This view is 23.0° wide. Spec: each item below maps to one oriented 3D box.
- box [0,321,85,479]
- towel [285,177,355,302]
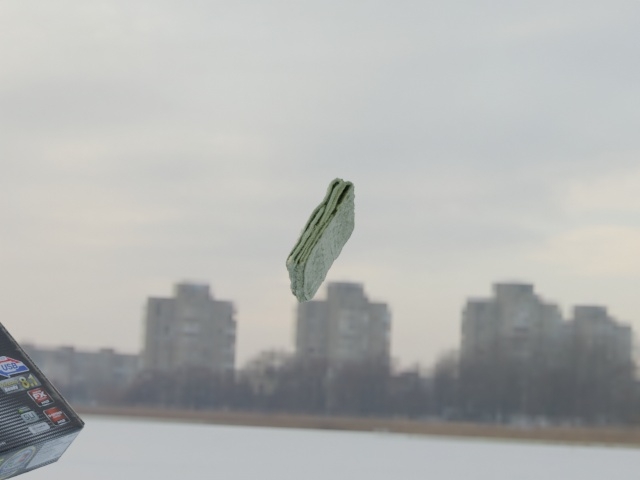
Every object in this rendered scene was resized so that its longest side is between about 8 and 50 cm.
[{"bbox_3d":[-0.387,0.147,1.527,0.060,0.216,0.270,-50,-18,24],"label":"box"},{"bbox_3d":[0.000,0.000,1.591,0.027,0.110,0.148,29,-14,12],"label":"towel"}]
